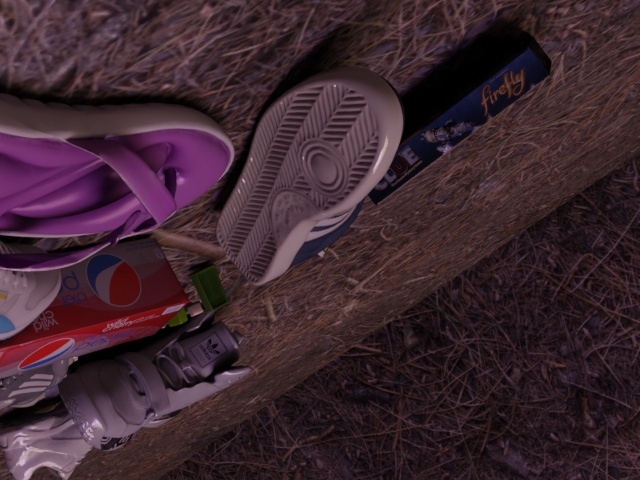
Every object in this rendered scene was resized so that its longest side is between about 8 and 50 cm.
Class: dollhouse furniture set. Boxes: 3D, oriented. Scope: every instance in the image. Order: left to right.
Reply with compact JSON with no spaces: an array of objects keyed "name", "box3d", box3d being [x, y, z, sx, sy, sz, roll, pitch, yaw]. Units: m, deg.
[{"name":"dollhouse furniture set","box3d":[-0.197,0.081,1.275,0.152,0.058,0.076,-18,-173,45]}]

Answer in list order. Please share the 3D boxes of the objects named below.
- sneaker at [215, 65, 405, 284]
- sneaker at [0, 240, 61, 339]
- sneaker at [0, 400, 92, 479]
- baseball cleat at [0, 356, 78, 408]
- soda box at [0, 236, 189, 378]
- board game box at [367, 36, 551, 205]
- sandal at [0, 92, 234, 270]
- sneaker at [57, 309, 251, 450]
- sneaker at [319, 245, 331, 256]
[{"name":"sneaker","box3d":[0.008,-0.081,0.967,0.148,0.131,0.350,-31,174,-35]},{"name":"sneaker","box3d":[-0.295,0.031,0.773,0.092,0.087,0.229,-39,166,22]},{"name":"sneaker","box3d":[-0.394,0.313,1.446,0.232,0.115,0.090,-12,-172,-39]},{"name":"baseball cleat","box3d":[-0.367,0.161,1.105,0.110,0.072,0.206,-11,153,-37]},{"name":"soda box","box3d":[-0.267,0.068,0.943,0.083,0.092,0.263,-40,164,34]},{"name":"board game box","box3d":[0.162,-0.145,1.093,0.243,0.042,0.165,-37,-176,21]},{"name":"sandal","box3d":[-0.202,-0.028,0.721,0.169,0.102,0.416,-37,165,25]},{"name":"sneaker","box3d":[-0.235,0.193,1.370,0.210,0.137,0.366,-33,171,5]},{"name":"sneaker","box3d":[0.000,0.000,1.402,0.035,0.031,0.083,-44,170,-2]}]
